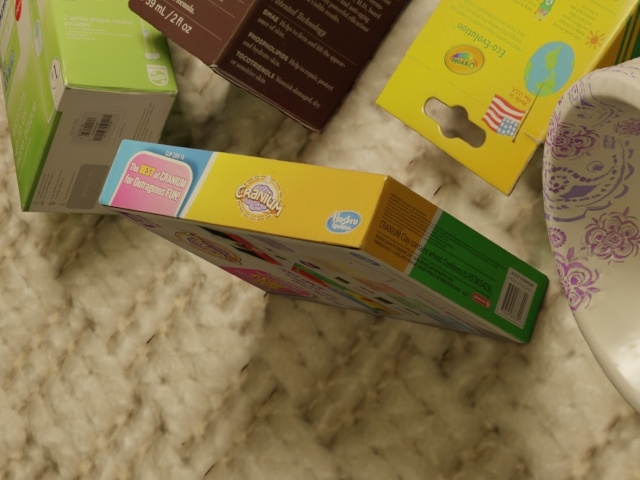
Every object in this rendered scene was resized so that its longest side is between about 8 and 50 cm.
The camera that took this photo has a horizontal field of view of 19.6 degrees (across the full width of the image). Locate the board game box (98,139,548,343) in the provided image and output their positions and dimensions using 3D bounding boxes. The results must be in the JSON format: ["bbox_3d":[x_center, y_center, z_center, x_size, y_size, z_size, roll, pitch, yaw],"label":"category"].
[{"bbox_3d":[0.000,0.000,1.598,0.316,0.242,0.064,10,76,42],"label":"board game box"}]

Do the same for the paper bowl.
[{"bbox_3d":[0.293,-0.004,1.355,0.148,0.284,0.284,-16,47,-18],"label":"paper bowl"}]

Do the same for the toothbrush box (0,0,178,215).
[{"bbox_3d":[-0.252,-0.198,1.933,0.206,0.122,0.283,120,146,-48],"label":"toothbrush box"}]

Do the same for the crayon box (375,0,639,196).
[{"bbox_3d":[0.210,-0.200,1.619,0.318,0.081,0.202,-55,46,6],"label":"crayon box"}]

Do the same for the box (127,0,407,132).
[{"bbox_3d":[-0.042,-0.248,1.797,0.168,0.167,0.203,38,97,44],"label":"box"}]
